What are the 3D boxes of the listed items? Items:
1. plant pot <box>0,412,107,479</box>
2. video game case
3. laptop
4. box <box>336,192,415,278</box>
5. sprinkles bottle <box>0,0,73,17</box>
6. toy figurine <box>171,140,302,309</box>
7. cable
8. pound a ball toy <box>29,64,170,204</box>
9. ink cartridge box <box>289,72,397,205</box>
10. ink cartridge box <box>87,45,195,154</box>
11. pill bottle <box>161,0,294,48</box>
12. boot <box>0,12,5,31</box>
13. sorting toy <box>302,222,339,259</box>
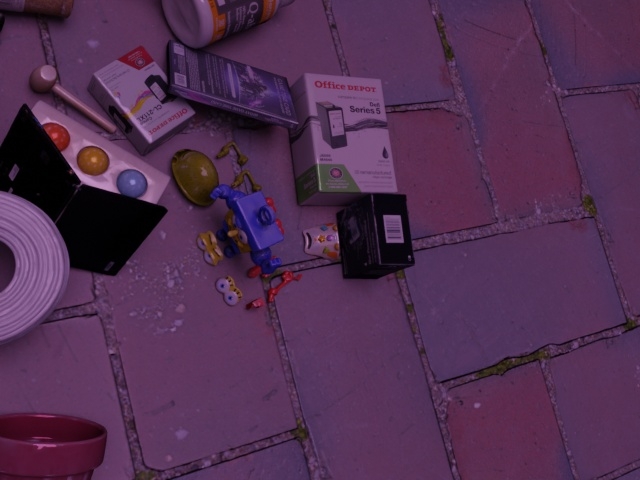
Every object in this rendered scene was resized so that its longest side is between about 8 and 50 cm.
[{"bbox_3d":[-0.460,0.391,1.201,0.201,0.201,0.180,8,89,-24],"label":"plant pot"},{"bbox_3d":[-0.186,-0.327,1.552,0.274,0.026,0.196,14,36,-23],"label":"video game case"},{"bbox_3d":[-0.441,-0.078,1.310,0.264,0.234,0.136,53,38,7],"label":"laptop"},{"bbox_3d":[0.116,-0.006,1.598,0.093,0.158,0.156,0,76,-27],"label":"box"},{"bbox_3d":[-0.648,-0.494,1.373,0.355,0.121,0.121,0,77,-27],"label":"sprinkles bottle"},{"bbox_3d":[-0.133,-0.058,1.456,0.191,0.217,0.363,-23,88,-29],"label":"toy figurine"},{"bbox_3d":[-0.540,0.041,1.188,0.257,0.089,0.257,-22,90,-20],"label":"cable"},{"bbox_3d":[-0.435,-0.178,1.385,0.319,0.135,0.208,32,65,-16],"label":"pound a ball toy"},{"bbox_3d":[0.044,-0.222,1.644,0.198,0.115,0.273,-2,77,-27],"label":"ink cartridge box"},{"bbox_3d":[-0.357,-0.281,1.486,0.127,0.072,0.175,-42,96,-30],"label":"ink cartridge box"},{"bbox_3d":[-0.187,-0.530,1.584,0.278,0.162,0.162,-32,92,-31],"label":"pill bottle"},{"bbox_3d":[-0.712,-0.382,1.333,0.178,0.085,0.236,39,62,-9],"label":"boot"},{"bbox_3d":[0.000,0.000,1.613,0.075,0.045,0.083,-5,78,-8],"label":"sorting toy"}]
